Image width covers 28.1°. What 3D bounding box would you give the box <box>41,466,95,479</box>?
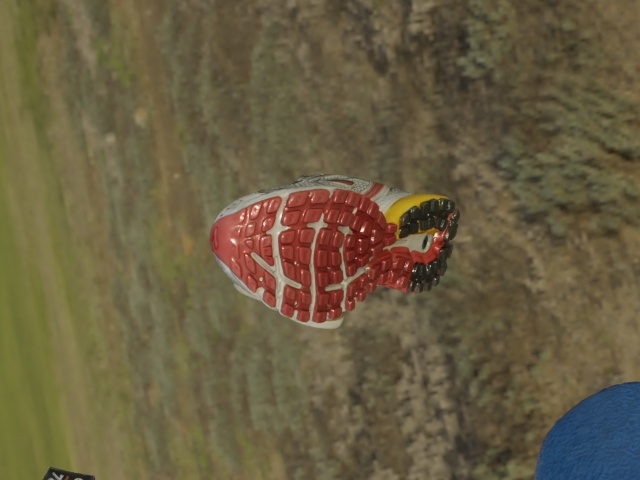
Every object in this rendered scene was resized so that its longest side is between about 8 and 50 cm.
[{"bbox_3d":[-0.355,0.475,1.534,0.293,0.073,0.296,-60,-20,-63],"label":"box"}]

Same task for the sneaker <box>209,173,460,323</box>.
[{"bbox_3d":[0.000,0.000,0.851,0.092,0.225,0.088,18,100,33],"label":"sneaker"}]

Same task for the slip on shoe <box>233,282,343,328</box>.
[{"bbox_3d":[-0.033,0.059,1.480,0.041,0.135,0.051,-68,-9,22],"label":"slip on shoe"}]

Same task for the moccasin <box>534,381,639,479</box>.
[{"bbox_3d":[0.200,0.204,0.630,0.117,0.137,0.342,49,-168,-28],"label":"moccasin"}]
